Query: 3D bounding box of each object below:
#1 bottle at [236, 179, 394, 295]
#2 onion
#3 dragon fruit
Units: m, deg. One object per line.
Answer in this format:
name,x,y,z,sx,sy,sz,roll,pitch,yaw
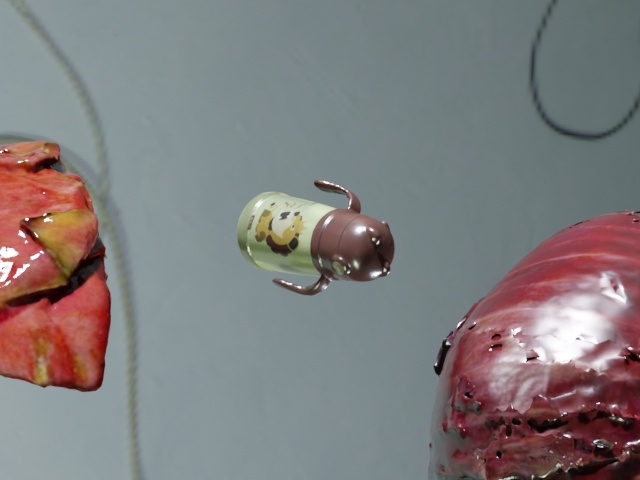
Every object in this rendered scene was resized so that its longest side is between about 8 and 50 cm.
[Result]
bottle,0.000,-0.002,0.858,0.047,0.101,0.063,-4,100,-42
onion,0.177,0.105,0.780,0.252,0.219,0.252,1,89,-41
dragon fruit,-0.258,-0.008,0.968,0.205,0.317,0.152,15,85,-27
